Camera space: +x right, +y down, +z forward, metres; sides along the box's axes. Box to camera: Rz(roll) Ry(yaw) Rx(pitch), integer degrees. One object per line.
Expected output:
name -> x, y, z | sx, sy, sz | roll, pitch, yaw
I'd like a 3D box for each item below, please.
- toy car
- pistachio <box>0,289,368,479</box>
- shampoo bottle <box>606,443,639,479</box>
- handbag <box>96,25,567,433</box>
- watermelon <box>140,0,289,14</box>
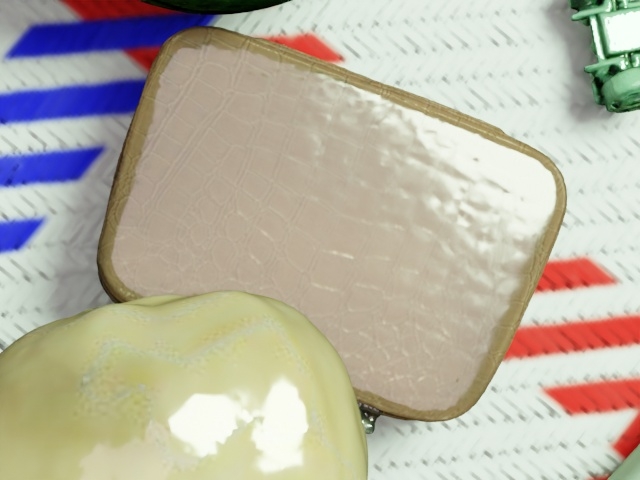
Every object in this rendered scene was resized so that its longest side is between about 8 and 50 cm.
toy car -> 0.188, -0.104, 0.791 | 0.143, 0.054, 0.073 | -13, 86, -3
pistachio -> -0.076, 0.154, 0.665 | 0.188, 0.187, 0.299 | 14, 107, -5
shampoo bottle -> 0.167, 0.164, 0.757 | 0.134, 0.078, 0.359 | 45, 83, -5
handbag -> 0.000, 0.000, 0.755 | 0.193, 0.072, 0.151 | 19, 84, -6
watermelon -> -0.054, -0.192, 0.733 | 0.204, 0.127, 0.232 | 33, 81, -7
